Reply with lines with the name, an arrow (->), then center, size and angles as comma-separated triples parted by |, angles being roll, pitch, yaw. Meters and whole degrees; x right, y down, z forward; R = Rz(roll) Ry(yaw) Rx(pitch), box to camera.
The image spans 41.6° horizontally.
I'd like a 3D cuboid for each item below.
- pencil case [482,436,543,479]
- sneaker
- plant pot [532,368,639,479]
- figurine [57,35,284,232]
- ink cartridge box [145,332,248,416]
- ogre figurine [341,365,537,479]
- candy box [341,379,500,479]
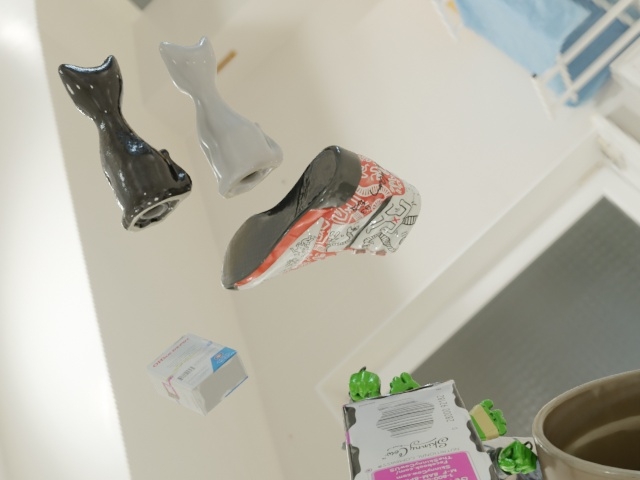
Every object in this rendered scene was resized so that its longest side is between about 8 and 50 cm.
pencil case -> 0.351, 0.358, 1.179 | 0.410, 0.183, 0.160 | 5, -123, -18
sneaker -> 0.001, 0.001, 1.009 | 0.145, 0.270, 0.090 | 21, -133, -30
plant pot -> 0.392, 0.293, 0.814 | 0.323, 0.323, 0.281 | -81, -21, -84
figurine -> -0.179, -0.144, 1.010 | 0.210, 0.214, 0.092 | 62, 147, 9
ink cartridge box -> -0.176, 0.187, 1.193 | 0.122, 0.088, 0.052 | 12, 133, 46
ogre figurine -> 0.103, 0.205, 0.851 | 0.197, 0.118, 0.097 | 13, -138, -22
candy box -> 0.063, 0.183, 0.381 | 0.233, 0.071, 0.159 | -99, -5, -79
